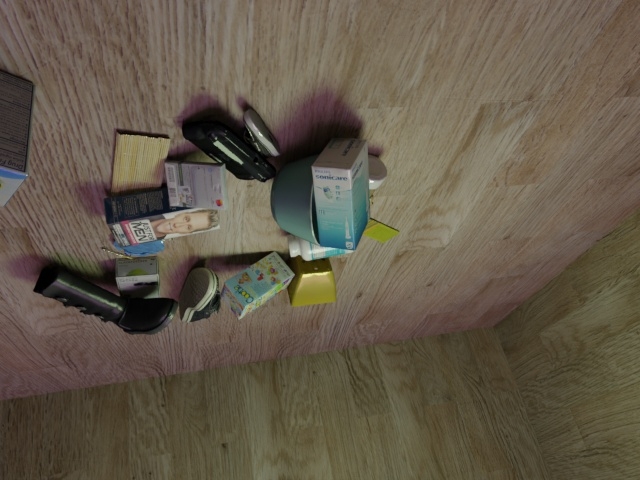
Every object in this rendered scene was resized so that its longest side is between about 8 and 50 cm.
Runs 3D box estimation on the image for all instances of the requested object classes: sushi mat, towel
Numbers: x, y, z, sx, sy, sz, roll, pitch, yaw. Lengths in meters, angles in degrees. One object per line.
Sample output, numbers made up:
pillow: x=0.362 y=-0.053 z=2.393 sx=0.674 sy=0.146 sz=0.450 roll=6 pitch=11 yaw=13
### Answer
sushi mat: x=-0.562 y=-0.223 z=1.593 sx=0.152 sy=0.019 sz=0.316 roll=0 pitch=149 yaw=-25
towel: x=0.245 y=-0.040 z=2.260 sx=0.102 sy=0.021 sz=0.237 roll=-31 pitch=147 yaw=32

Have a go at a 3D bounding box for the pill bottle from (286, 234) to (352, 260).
pill bottle: x=0.000 y=0.000 z=2.101 sx=0.264 sy=0.146 sz=0.146 roll=-10 pitch=152 yaw=-4

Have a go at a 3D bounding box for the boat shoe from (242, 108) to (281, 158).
boat shoe: x=-0.188 y=-0.306 z=1.532 sx=0.070 sy=0.077 sz=0.219 roll=-19 pitch=154 yaw=11

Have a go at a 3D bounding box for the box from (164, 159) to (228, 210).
box: x=-0.383 y=-0.172 z=1.595 sx=0.187 sy=0.038 sz=0.145 roll=5 pitch=116 yaw=13

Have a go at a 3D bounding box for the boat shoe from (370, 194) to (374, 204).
boat shoe: x=0.182 y=-0.168 z=1.975 sx=0.045 sy=0.050 sz=0.135 roll=-16 pitch=162 yaw=0

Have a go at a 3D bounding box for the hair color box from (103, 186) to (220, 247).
hair color box: x=-0.524 y=-0.088 z=1.732 sx=0.348 sy=0.105 sz=0.173 roll=-12 pitch=155 yaw=-12

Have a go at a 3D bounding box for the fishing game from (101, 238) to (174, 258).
fishing game: x=-0.685 y=0.011 z=1.954 sx=0.264 sy=0.041 sz=0.189 roll=-22 pitch=151 yaw=34

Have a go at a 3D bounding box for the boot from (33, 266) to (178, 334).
boot: x=-0.841 y=0.223 z=2.023 sx=0.367 sy=0.146 sz=0.445 roll=-22 pitch=133 yaw=35

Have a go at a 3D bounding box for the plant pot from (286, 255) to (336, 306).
plant pot: x=-0.040 y=0.149 z=2.316 sx=0.213 sy=0.212 sz=0.187 roll=-5 pitch=138 yaw=-14

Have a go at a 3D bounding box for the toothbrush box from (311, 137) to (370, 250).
toothbrush box: x=0.073 y=-0.150 z=1.640 sx=0.126 sy=0.216 sz=0.295 roll=7 pitch=127 yaw=17

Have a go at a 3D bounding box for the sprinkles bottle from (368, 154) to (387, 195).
sprinkles bottle: x=0.112 y=-0.160 z=1.878 sx=0.121 sy=0.121 sz=0.355 roll=1 pitch=149 yaw=-24

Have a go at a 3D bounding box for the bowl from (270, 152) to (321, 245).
bowl: x=-0.060 y=-0.142 z=1.704 sx=0.163 sy=0.311 sz=0.311 roll=6 pitch=156 yaw=15

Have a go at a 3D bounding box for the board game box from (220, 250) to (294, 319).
board game box: x=-0.273 y=0.193 z=2.220 sx=0.275 sy=0.144 sz=0.142 roll=-32 pitch=165 yaw=-33

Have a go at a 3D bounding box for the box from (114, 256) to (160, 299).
box: x=-0.765 y=0.177 z=2.170 sx=0.169 sy=0.087 sz=0.290 roll=-3 pitch=150 yaw=-18

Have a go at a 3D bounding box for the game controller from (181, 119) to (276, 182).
game controller: x=-0.271 y=-0.265 z=1.556 sx=0.167 sy=0.067 sz=0.319 roll=12 pitch=165 yaw=32

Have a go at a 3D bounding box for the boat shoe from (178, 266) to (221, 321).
boat shoe: x=-0.521 y=0.247 z=2.310 sx=0.156 sy=0.186 sz=0.500 roll=0 pitch=156 yaw=-25

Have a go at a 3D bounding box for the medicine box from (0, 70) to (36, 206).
medicine box: x=-0.805 y=-0.257 z=1.139 sx=0.149 sy=0.289 sz=0.264 roll=-34 pitch=145 yaw=33
